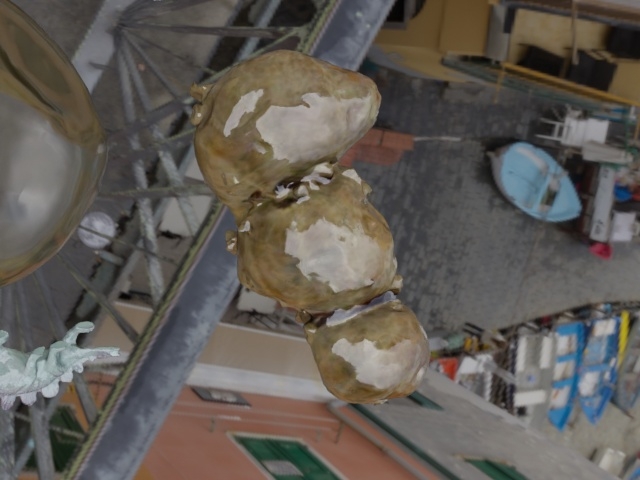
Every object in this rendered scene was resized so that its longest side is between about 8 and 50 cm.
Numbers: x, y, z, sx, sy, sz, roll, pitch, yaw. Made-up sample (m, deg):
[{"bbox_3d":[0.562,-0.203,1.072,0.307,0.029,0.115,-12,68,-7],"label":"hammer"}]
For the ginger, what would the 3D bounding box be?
[{"bbox_3d":[0.000,0.000,0.444,0.104,0.080,0.204,-16,104,8],"label":"ginger"}]

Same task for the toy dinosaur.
[{"bbox_3d":[-0.300,0.128,0.808,0.209,0.039,0.082,-2,125,-28],"label":"toy dinosaur"}]

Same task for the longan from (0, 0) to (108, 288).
[{"bbox_3d":[-0.342,-0.088,0.705,0.288,0.288,0.350,-61,161,-3],"label":"longan"}]
